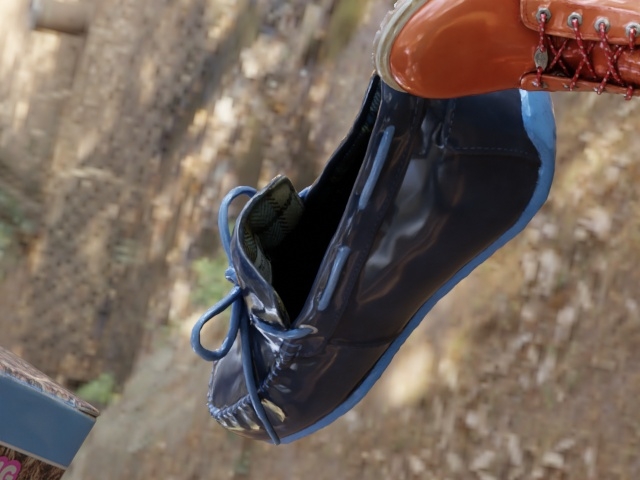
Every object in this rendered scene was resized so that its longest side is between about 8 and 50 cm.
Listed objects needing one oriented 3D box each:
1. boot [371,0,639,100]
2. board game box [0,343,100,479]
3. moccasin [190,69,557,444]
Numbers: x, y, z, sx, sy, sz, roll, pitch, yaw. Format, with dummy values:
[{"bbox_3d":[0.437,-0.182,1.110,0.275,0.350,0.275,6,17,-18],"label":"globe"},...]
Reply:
[{"bbox_3d":[0.103,-0.086,0.600,0.085,0.158,0.059,-114,10,-51],"label":"boot"},{"bbox_3d":[-0.260,0.127,0.526,0.291,0.141,0.232,-58,-29,-7],"label":"board game box"},{"bbox_3d":[0.000,0.000,0.831,0.342,0.117,0.138,-53,31,42],"label":"moccasin"}]
